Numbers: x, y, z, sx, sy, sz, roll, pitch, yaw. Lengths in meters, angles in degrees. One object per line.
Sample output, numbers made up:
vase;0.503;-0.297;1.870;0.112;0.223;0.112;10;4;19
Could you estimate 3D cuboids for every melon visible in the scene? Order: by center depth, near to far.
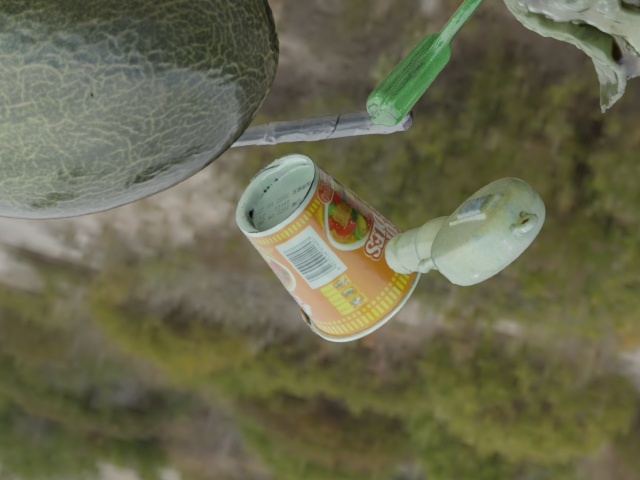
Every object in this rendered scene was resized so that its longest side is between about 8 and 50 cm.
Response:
melon;-0.184;-0.134;1.333;0.301;0.237;0.237;-19;179;-12

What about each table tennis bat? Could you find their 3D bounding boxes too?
table tennis bat;0.124;-0.201;1.769;0.039;0.257;0.160;40;148;0

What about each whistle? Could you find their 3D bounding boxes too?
whistle;0.144;-0.005;1.854;0.067;0.126;0.258;47;155;-12

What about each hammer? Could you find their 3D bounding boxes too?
hammer;-0.089;-0.129;2.255;0.427;0.044;0.152;-7;160;-17

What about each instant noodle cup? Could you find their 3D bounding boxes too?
instant noodle cup;0.000;0.000;2.080;0.168;0.168;0.185;7;149;50

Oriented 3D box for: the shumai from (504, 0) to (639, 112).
shumai;0.399;-0.324;2.049;0.348;0.395;0.395;50;162;-14
